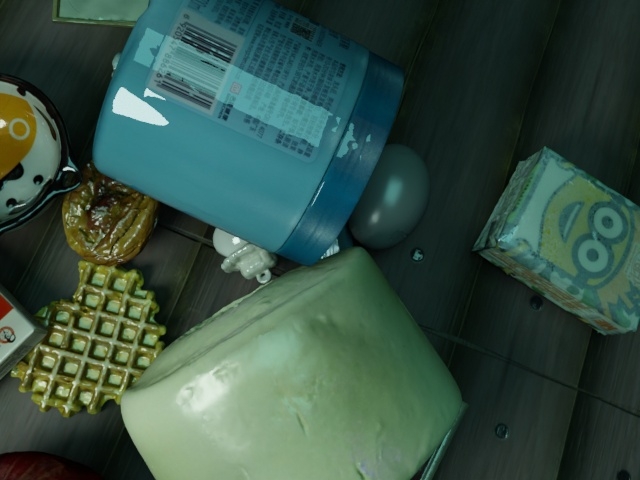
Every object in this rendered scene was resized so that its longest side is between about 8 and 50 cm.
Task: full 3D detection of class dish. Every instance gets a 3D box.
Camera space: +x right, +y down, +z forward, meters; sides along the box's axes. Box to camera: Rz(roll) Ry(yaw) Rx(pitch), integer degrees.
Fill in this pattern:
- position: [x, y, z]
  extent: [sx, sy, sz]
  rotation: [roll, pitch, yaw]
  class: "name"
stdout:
- position: [-0.532, -0.123, 1.082]
  extent: [0.303, 0.120, 0.303]
  rotation: [1, 78, -5]
  class: "dish"

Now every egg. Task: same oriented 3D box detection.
- position: [0.118, -0.078, 1.179]
  extent: [0.146, 0.146, 0.199]
  rotation: [25, 77, -4]
  class: "egg"

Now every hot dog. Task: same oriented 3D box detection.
- position: [-0.331, -0.070, 1.104]
  extent: [0.160, 0.099, 0.227]
  rotation: [6, 57, 7]
  class: "hot dog"

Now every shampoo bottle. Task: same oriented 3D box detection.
- position: [-0.106, -0.178, 0.963]
  extent: [0.342, 0.331, 0.331]
  rotation: [25, 75, -11]
  class: "shampoo bottle"

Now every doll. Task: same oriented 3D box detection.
- position: [-0.154, -0.056, 1.149]
  extent: [0.138, 0.119, 0.293]
  rotation: [-27, 78, -6]
  class: "doll"

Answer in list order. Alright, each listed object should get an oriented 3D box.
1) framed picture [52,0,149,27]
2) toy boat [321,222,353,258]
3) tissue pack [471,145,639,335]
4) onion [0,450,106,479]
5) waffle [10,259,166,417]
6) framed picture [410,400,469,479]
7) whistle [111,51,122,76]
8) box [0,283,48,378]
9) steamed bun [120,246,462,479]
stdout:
- position: [-0.395, -0.465, 1.245]
  extent: [0.201, 0.010, 0.136]
  rotation: [1, 77, -10]
  class: "framed picture"
- position: [0.000, 0.000, 1.185]
  extent: [0.102, 0.088, 0.215]
  rotation: [-13, 79, 22]
  class: "toy boat"
- position: [0.475, 0.004, 1.236]
  extent: [0.311, 0.128, 0.228]
  rotation: [33, 74, -3]
  class: "tissue pack"
- position: [-0.414, 0.441, 0.890]
  extent: [0.341, 0.341, 0.341]
  rotation: [2, 77, -10]
  class: "onion"
- position: [-0.384, 0.158, 1.085]
  extent: [0.253, 0.056, 0.249]
  rotation: [-17, 81, -12]
  class: "waffle"
- position: [0.090, 0.306, 1.156]
  extent: [0.289, 0.020, 0.211]
  rotation: [32, 75, -2]
  class: "framed picture"
- position: [-0.197, -0.273, 1.187]
  extent: [0.346, 0.134, 0.142]
  rotation: [11, 79, 2]
  class: "whistle"
- position: [-0.623, 0.193, 1.003]
  extent: [0.214, 0.069, 0.353]
  rotation: [42, 81, 9]
  class: "box"
- position: [-0.033, 0.248, 0.982]
  extent: [0.456, 0.290, 0.371]
  rotation: [-34, 90, -10]
  class: "steamed bun"
